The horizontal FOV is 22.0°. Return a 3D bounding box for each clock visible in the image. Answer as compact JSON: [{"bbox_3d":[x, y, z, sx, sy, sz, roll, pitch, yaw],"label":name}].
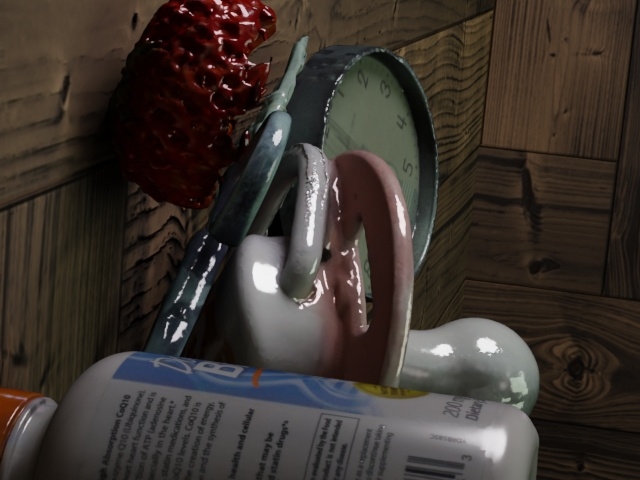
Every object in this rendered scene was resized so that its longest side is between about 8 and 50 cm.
[{"bbox_3d":[0.035,-0.054,1.348,0.215,0.042,0.215,-2,93,-60],"label":"clock"}]

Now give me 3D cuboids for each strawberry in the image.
[{"bbox_3d":[-0.077,-0.089,0.991,0.145,0.086,0.145,-61,-174,11],"label":"strawberry"}]

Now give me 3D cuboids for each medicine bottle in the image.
[{"bbox_3d":[-0.042,0.141,0.833,0.157,0.289,0.157,8,90,-79],"label":"medicine bottle"}]

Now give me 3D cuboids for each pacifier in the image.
[{"bbox_3d":[0.010,0.085,1.167,0.220,0.273,0.332,-49,175,-43],"label":"pacifier"}]

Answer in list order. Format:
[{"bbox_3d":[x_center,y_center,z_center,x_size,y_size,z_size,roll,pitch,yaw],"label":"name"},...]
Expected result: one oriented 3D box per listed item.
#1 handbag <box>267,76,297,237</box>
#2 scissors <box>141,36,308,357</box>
[{"bbox_3d":[0.000,0.000,1.481,0.275,0.088,0.244,84,20,-60],"label":"handbag"},{"bbox_3d":[-0.060,-0.036,1.153,0.256,0.029,0.383,-61,-173,27],"label":"scissors"}]
